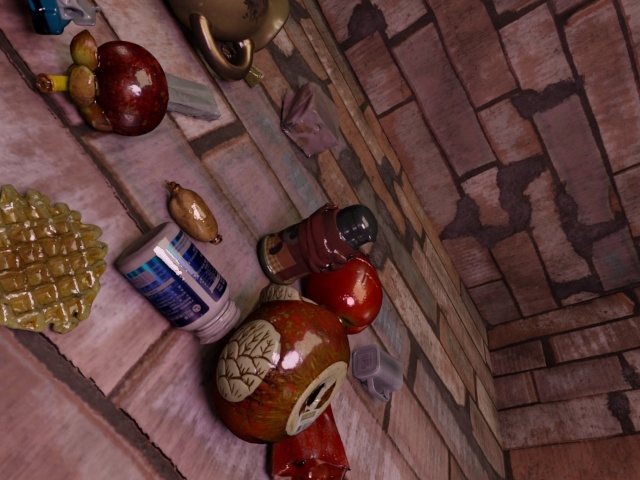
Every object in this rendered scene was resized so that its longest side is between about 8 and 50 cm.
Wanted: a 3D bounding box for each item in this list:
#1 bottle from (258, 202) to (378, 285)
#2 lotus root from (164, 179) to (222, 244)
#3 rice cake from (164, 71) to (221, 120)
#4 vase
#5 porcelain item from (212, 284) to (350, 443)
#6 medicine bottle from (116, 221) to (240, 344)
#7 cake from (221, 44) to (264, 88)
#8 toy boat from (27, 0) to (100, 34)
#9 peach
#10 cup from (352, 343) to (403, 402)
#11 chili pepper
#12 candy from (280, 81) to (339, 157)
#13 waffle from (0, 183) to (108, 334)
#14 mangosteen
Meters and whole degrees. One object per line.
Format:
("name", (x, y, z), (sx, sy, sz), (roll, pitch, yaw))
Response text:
("bottle", (0.000, 0.000, 0.931), (0.143, 0.271, 0.156), (11, 59, -60))
("lotus root", (-0.239, -0.050, 0.764), (0.151, 0.063, 0.072), (55, -10, -14))
("rice cake", (-0.305, -0.312, 0.881), (0.226, 0.040, 0.084), (-15, 83, -64))
("vase", (-0.232, -0.570, 1.048), (0.302, 0.241, 0.329), (13, 80, -64))
("porcelain item", (-0.085, 0.196, 0.695), (0.253, 0.253, 0.252), (43, 35, -40))
("medicine bottle", (-0.216, 0.072, 0.655), (0.191, 0.107, 0.107), (55, 28, -23))
("cake", (-0.233, -0.503, 1.193), (0.140, 0.055, 0.051), (30, 42, -24))
("toy boat", (-0.403, -0.450, 0.653), (0.092, 0.134, 0.298), (-5, 59, -20))
("peach", (0.061, 0.121, 1.050), (0.226, 0.196, 0.189), (-81, 172, -45))
("cup", (0.157, 0.369, 1.129), (0.129, 0.095, 0.128), (42, 37, -35))
("chili pepper", (-0.034, 0.340, 0.802), (0.144, 0.136, 0.252), (1, 45, -13))
("candy", (-0.033, -0.399, 1.356), (0.185, 0.137, 0.195), (42, 37, -40))
("waffle", (-0.356, 0.023, 0.516), (0.169, 0.036, 0.183), (38, 37, -42))
("mangosteen", (-0.346, -0.248, 0.675), (0.146, 0.182, 0.155), (-172, -107, -72))
